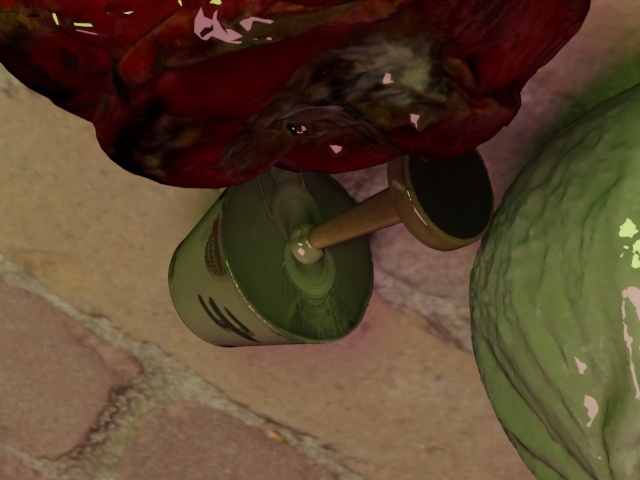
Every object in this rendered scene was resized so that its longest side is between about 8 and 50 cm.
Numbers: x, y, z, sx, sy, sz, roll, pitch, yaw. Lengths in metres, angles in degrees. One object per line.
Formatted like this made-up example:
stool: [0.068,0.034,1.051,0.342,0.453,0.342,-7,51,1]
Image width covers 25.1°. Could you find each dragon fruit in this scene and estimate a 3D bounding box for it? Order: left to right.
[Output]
dragon fruit: [-0.024,-0.179,0.583,0.329,0.329,0.329,7,131,8]

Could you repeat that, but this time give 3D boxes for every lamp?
lamp: [0.000,0.000,0.859,0.121,0.121,0.214,43,140,-22]

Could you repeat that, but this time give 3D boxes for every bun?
bun: [0.244,0.070,0.787,0.361,0.211,0.362,18,143,14]
